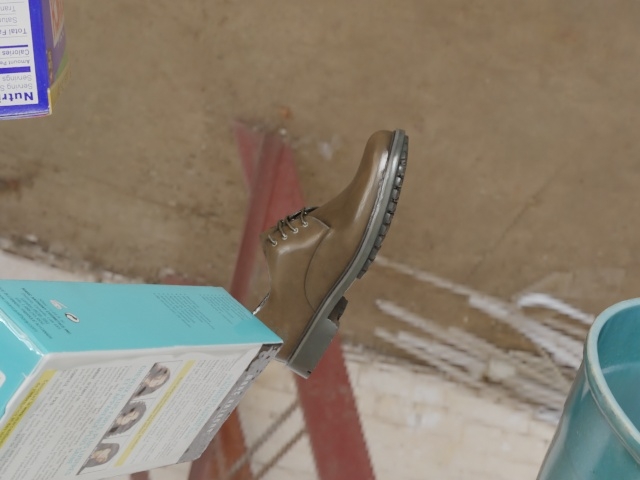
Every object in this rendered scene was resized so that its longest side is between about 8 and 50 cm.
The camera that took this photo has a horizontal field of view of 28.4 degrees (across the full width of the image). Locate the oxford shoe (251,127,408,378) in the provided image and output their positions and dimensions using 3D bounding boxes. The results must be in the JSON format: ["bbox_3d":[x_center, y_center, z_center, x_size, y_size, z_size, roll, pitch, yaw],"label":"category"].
[{"bbox_3d":[0.000,0.000,1.049,0.096,0.227,0.083,29,-168,0],"label":"oxford shoe"}]

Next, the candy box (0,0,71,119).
[{"bbox_3d":[-0.278,-0.265,1.015,0.122,0.268,0.317,-4,104,-8],"label":"candy box"}]

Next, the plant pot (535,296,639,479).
[{"bbox_3d":[0.225,0.211,0.705,0.272,0.271,0.255,17,115,-8],"label":"plant pot"}]

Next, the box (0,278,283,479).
[{"bbox_3d":[-0.120,0.078,0.696,0.060,0.100,0.244,41,-167,21],"label":"box"}]
